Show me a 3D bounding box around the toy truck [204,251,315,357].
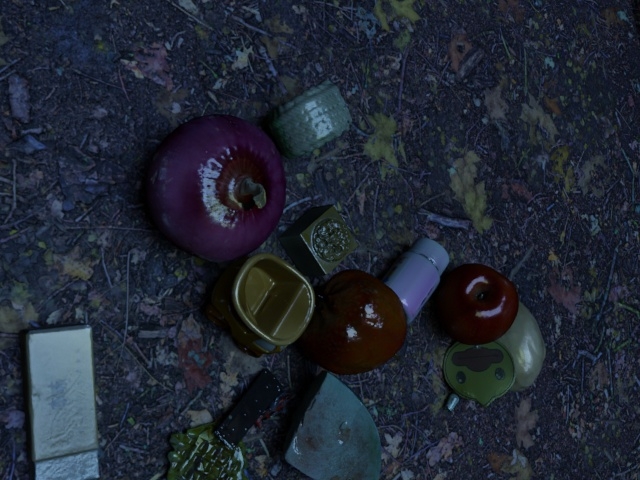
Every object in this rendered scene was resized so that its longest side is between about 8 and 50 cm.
[{"bbox_3d":[-0.149,0.161,1.676,0.288,0.211,0.204,47,61,-27],"label":"toy truck"}]

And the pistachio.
[{"bbox_3d":[0.642,0.348,2.240,0.213,0.193,0.318,-7,76,-19],"label":"pistachio"}]

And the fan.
[{"bbox_3d":[0.510,0.374,2.166,0.011,0.229,0.335,59,25,-69],"label":"fan"}]

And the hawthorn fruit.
[{"bbox_3d":[0.109,0.246,1.820,0.330,0.287,0.287,37,66,-27],"label":"hawthorn fruit"}]

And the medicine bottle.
[{"bbox_3d":[0.279,0.120,2.025,0.254,0.152,0.152,-49,113,-28],"label":"medicine bottle"}]

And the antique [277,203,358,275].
[{"bbox_3d":[0.000,0.000,1.841,0.152,0.148,0.147,-42,108,-27],"label":"antique"}]

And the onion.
[{"bbox_3d":[-0.222,-0.124,1.607,0.358,0.344,0.359,7,90,-68],"label":"onion"}]

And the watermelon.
[{"bbox_3d":[0.013,0.527,1.776,0.258,0.228,0.388,-24,109,-25],"label":"watermelon"}]

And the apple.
[{"bbox_3d":[0.490,0.201,2.101,0.260,0.216,0.261,1,67,-1],"label":"apple"}]

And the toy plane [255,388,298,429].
[{"bbox_3d":[-0.123,0.446,1.784,0.145,0.037,0.060,-33,115,-37],"label":"toy plane"}]

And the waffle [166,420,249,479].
[{"bbox_3d":[-0.278,0.562,1.653,0.223,0.054,0.204,-6,90,-36],"label":"waffle"}]

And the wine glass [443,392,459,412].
[{"bbox_3d":[0.435,0.522,2.171,0.038,0.042,0.083,29,68,11],"label":"wine glass"}]

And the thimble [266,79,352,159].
[{"bbox_3d":[-0.030,-0.328,1.802,0.219,0.219,0.150,-34,104,-32],"label":"thimble"}]

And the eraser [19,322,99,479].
[{"bbox_3d":[-0.569,0.358,1.452,0.144,0.078,0.344,-4,88,-34],"label":"eraser"}]

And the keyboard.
[{"bbox_3d":[-0.185,0.434,1.717,0.072,0.023,0.231,47,50,-5],"label":"keyboard"}]
